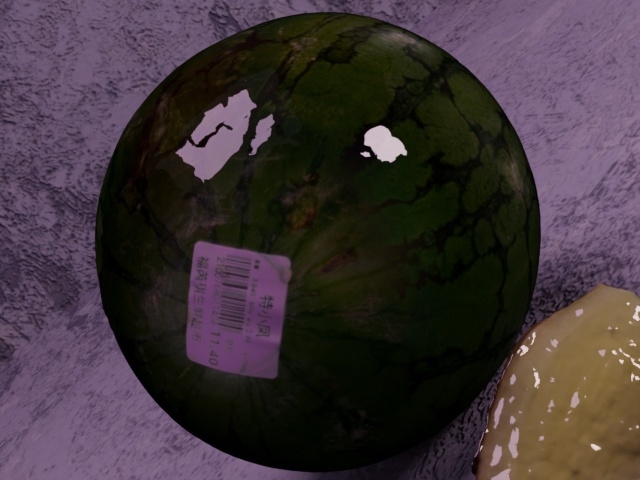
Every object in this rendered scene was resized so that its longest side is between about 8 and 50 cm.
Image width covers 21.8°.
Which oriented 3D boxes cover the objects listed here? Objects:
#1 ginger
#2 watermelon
[{"bbox_3d":[0.145,0.125,1.015,0.193,0.115,0.122,-56,-1,-29],"label":"ginger"},{"bbox_3d":[0.000,0.000,1.243,0.363,0.363,0.363,-36,14,11],"label":"watermelon"}]
